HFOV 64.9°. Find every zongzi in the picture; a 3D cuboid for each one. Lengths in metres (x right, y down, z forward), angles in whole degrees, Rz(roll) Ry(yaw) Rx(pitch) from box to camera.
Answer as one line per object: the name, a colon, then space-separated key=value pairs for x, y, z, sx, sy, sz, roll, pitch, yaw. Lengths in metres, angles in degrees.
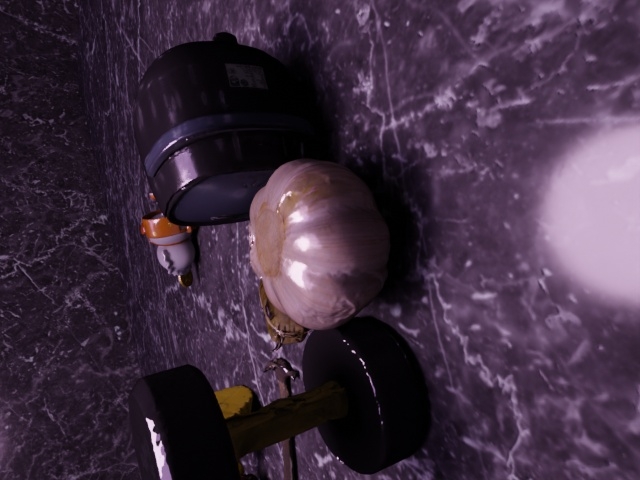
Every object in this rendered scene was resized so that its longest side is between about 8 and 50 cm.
zongzi: x=-0.062 y=0.138 z=0.836 sx=0.178 sy=0.082 sz=0.188 roll=105 pitch=162 yaw=-46

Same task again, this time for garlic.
garlic: x=0.002 y=0.003 z=0.638 sx=0.228 sy=0.152 sz=0.227 roll=31 pitch=126 yaw=54

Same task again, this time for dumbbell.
dumbbell: x=-0.052 y=0.227 z=0.629 sx=0.204 sy=0.323 sz=0.203 roll=27 pitch=122 yaw=55

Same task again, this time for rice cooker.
rice cooker: x=-0.144 y=-0.158 z=0.751 sx=0.267 sy=0.268 sz=0.224 roll=-37 pitch=64 yaw=57

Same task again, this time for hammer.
hammer: x=-0.069 y=0.377 z=1.002 sx=0.125 sy=0.027 sz=0.296 roll=12 pitch=110 yaw=58

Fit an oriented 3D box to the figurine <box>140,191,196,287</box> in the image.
figurine: x=-0.386 y=-0.006 z=1.339 sx=0.143 sy=0.143 sz=0.271 roll=-5 pitch=114 yaw=60

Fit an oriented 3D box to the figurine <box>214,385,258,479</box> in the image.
figurine: x=-0.203 y=0.524 z=1.152 sx=0.187 sy=0.168 sz=0.314 roll=-49 pitch=-55 yaw=-73
